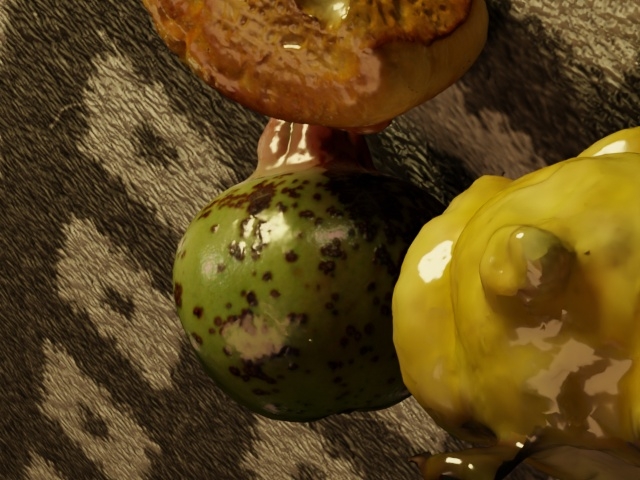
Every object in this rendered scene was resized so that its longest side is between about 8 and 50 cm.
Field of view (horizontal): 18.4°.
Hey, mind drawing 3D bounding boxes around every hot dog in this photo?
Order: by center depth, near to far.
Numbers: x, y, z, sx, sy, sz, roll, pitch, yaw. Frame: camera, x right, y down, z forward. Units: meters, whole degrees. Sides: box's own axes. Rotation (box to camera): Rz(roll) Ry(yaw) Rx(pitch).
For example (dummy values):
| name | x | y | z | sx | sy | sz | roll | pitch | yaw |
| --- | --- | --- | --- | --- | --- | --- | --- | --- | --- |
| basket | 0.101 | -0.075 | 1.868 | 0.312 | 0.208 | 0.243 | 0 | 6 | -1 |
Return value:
| name | x | y | z | sx | sy | sz | roll | pitch | yaw |
| --- | --- | --- | --- | --- | --- | --- | --- | --- | --- |
| hot dog | -0.026 | -0.171 | 1.234 | 0.256 | 0.150 | 0.153 | 49 | 139 | 2 |

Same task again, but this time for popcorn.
| name | x | y | z | sx | sy | sz | roll | pitch | yaw |
| --- | --- | --- | --- | --- | --- | --- | --- | --- | --- |
| popcorn | 0.192 | 0.052 | 1.104 | 0.297 | 0.281 | 0.316 | 22 | 174 | 11 |

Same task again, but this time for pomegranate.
| name | x | y | z | sx | sy | sz | roll | pitch | yaw |
| --- | --- | --- | --- | --- | --- | --- | --- | --- | --- |
| pomegranate | 0.000 | 0.000 | 1.359 | 0.214 | 0.214 | 0.248 | -23 | 68 | 58 |
